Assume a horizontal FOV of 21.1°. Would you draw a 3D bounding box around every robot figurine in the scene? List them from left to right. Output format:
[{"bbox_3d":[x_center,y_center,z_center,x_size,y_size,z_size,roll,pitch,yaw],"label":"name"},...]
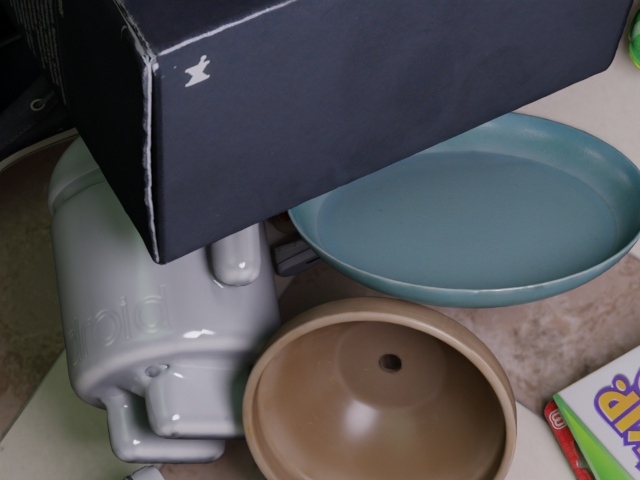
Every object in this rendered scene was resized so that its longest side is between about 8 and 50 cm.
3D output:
[{"bbox_3d":[-0.145,0.026,1.594,0.300,0.199,0.353,-34,59,44],"label":"robot figurine"}]

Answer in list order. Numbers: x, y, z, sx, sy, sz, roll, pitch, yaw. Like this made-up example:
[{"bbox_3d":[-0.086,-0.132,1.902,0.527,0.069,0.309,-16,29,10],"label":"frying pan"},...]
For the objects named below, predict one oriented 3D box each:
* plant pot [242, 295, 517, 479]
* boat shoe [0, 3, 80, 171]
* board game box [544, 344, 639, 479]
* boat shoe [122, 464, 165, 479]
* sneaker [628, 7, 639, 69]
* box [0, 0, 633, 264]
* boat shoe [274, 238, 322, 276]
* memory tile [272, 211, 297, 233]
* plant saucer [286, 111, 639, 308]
[{"bbox_3d":[0.056,0.134,1.503,0.237,0.237,0.110,-13,29,18],"label":"plant pot"},{"bbox_3d":[-0.378,-0.131,1.716,0.500,0.156,0.187,-24,62,18],"label":"boat shoe"},{"bbox_3d":[0.312,0.133,1.432,0.259,0.039,0.124,-35,72,27],"label":"board game box"},{"bbox_3d":[-0.122,0.336,1.522,0.102,0.108,0.301,-28,60,-15],"label":"boat shoe"},{"bbox_3d":[0.408,-0.226,1.501,0.295,0.123,0.109,-17,68,17],"label":"sneaker"},{"bbox_3d":[-0.040,-0.315,1.482,0.480,0.297,0.472,-24,61,-18],"label":"box"},{"bbox_3d":[0.000,0.000,1.640,0.100,0.035,0.035,-26,68,19],"label":"boat shoe"},{"bbox_3d":[0.010,-0.077,1.664,0.148,0.012,0.113,-23,61,17],"label":"memory tile"},{"bbox_3d":[0.128,-0.026,1.498,0.317,0.044,0.317,-1,31,1],"label":"plant saucer"}]
